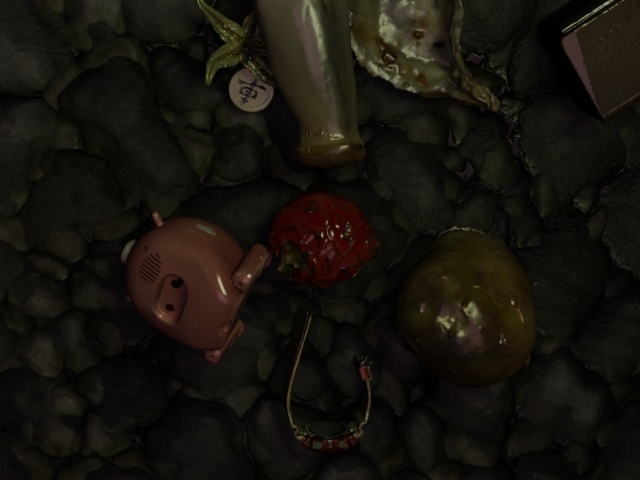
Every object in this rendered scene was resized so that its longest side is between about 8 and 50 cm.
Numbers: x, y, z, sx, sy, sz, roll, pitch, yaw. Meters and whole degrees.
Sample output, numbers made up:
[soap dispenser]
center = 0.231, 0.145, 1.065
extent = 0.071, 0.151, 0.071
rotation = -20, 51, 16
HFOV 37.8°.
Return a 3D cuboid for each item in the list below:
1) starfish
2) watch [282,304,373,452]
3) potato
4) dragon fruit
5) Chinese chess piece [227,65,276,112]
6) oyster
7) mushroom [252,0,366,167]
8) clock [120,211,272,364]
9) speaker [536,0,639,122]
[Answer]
[starfish]
center = -0.117, -0.332, 1.547
extent = 0.223, 0.050, 0.217
rotation = 39, 83, -27
[watch]
center = 0.016, 0.262, 1.748
extent = 0.164, 0.102, 0.269
rotation = 8, 98, -12
[potato]
center = 0.267, 0.151, 1.638
extent = 0.288, 0.237, 0.301
rotation = 9, 107, -5
[dragon fruit]
center = 0.000, 0.000, 1.615
extent = 0.209, 0.172, 0.172
rotation = 0, 113, -45
[Chinese chess piece]
center = -0.117, -0.260, 1.600
extent = 0.084, 0.034, 0.084
rotation = 0, 108, -1
[oyster]
center = 0.145, -0.367, 1.557
extent = 0.204, 0.111, 0.396
rotation = -16, 109, 21
[mushroom]
center = -0.019, -0.318, 1.508
extent = 0.154, 0.137, 0.408
rotation = -15, 99, -43
[clock]
center = -0.238, 0.074, 1.622
extent = 0.241, 0.142, 0.227
rotation = 27, 122, 5
[speaker]
center = 0.508, -0.334, 1.541
extent = 0.230, 0.153, 0.193
rotation = -33, 105, 8
